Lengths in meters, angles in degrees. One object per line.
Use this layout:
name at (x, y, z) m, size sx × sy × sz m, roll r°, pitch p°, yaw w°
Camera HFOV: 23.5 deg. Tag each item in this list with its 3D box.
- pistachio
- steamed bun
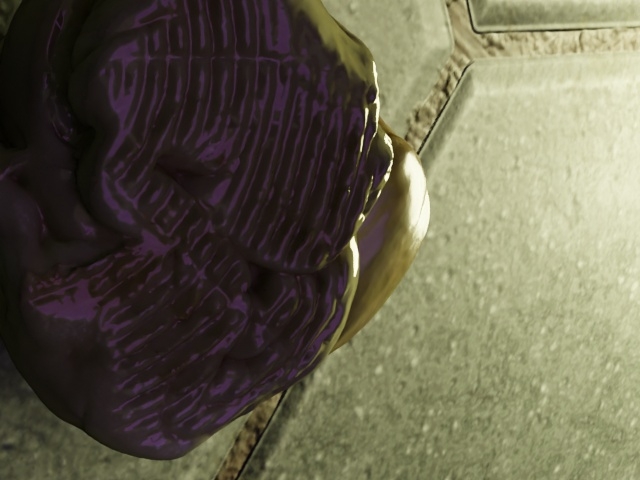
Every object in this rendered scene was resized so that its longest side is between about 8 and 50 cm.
pistachio at (0.000, 0.000, 1.135) m, size 0.206 × 0.131 × 0.129 m, roll -58°, pitch 179°, yaw -4°
steamed bun at (-0.107, -0.048, 0.949) m, size 0.276 × 0.203 × 0.289 m, roll -32°, pitch 114°, yaw -22°
